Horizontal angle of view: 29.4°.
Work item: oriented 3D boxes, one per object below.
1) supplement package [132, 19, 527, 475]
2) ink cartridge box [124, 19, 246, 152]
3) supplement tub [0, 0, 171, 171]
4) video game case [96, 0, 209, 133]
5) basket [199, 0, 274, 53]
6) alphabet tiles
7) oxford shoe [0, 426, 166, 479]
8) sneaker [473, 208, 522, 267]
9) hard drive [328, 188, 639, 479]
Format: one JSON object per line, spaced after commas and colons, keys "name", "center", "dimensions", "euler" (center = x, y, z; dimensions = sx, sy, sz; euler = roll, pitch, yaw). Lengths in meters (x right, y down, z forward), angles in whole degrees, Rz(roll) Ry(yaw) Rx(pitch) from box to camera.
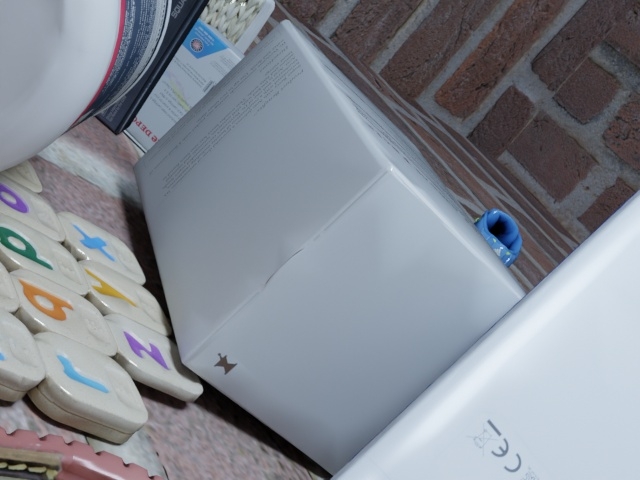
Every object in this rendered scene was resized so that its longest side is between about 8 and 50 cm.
{"name": "supplement package", "center": [0.000, 0.000, 0.873], "dimensions": [0.175, 0.177, 0.293], "euler": [42, 11, -29]}
{"name": "ink cartridge box", "center": [-0.115, -0.126, 1.117], "dimensions": [0.088, 0.122, 0.052], "euler": [45, 10, 15]}
{"name": "supplement tub", "center": [-0.191, -0.149, 0.715], "dimensions": [0.191, 0.191, 0.272], "euler": [39, 12, -8]}
{"name": "video game case", "center": [-0.230, -0.248, 1.045], "dimensions": [0.274, 0.196, 0.026], "euler": [40, 35, 1]}
{"name": "basket", "center": [-0.149, -0.213, 1.225], "dimensions": [0.113, 0.167, 0.103], "euler": [46, 20, 23]}
{"name": "alphabet tiles", "center": [-0.193, 0.000, 0.698], "dimensions": [0.278, 0.021, 0.284], "euler": [32, 15, -42]}
{"name": "oxford shoe", "center": [-0.132, 0.113, 0.311], "dimensions": [0.348, 0.123, 0.130], "euler": [25, 21, -17]}
{"name": "sneaker", "center": [0.204, 0.016, 1.539], "dimensions": [0.091, 0.126, 0.240], "euler": [39, 13, -8]}
{"name": "hard drive", "center": [0.174, 0.129, 0.722], "dimensions": [0.210, 0.319, 0.040], "euler": [50, -29, 2]}
